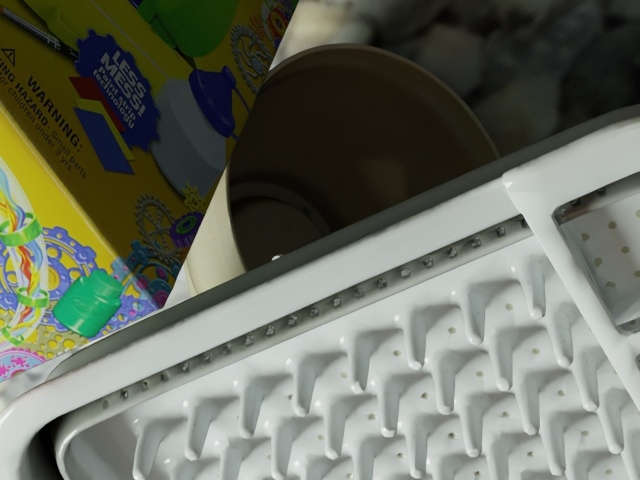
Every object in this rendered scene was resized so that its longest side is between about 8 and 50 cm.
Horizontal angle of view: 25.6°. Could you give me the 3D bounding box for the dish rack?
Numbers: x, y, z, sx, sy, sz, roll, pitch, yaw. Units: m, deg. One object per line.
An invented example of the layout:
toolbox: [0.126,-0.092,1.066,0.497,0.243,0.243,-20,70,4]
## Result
dish rack: [0.064,0.095,0.576,0.333,0.072,0.285,-25,121,17]

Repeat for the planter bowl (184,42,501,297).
planter bowl: [0.000,0.000,0.675,0.162,0.162,0.109,42,147,-16]

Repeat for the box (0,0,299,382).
box: [-0.174,-0.128,0.537,0.177,0.279,0.290,-24,116,24]
